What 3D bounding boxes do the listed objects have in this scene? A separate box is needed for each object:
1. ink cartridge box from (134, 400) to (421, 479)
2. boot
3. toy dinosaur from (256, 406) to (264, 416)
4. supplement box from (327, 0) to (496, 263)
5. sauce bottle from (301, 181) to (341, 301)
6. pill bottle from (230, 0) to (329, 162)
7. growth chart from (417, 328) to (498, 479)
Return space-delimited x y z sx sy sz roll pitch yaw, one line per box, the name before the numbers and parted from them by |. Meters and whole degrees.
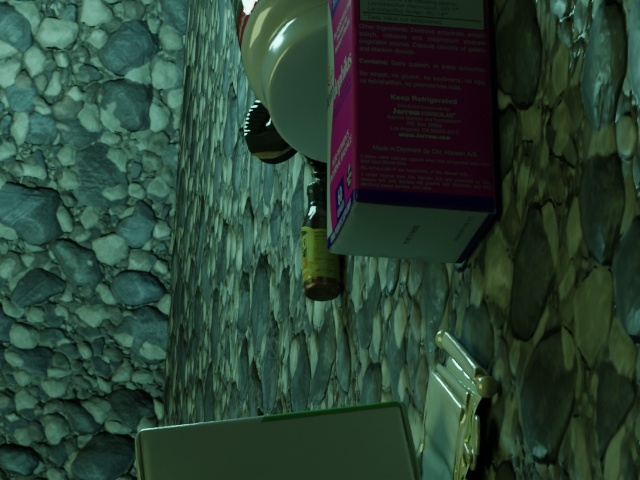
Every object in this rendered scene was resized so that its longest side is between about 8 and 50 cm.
ink cartridge box | -0.034 0.260 1.540 0.289 0.211 0.121 93 168 -54
boot | -0.005 -0.089 1.850 0.198 0.077 0.137 -55 -40 -51
toy dinosaur | -0.132 0.352 2.428 0.160 0.121 0.313 -145 54 -63
supplement box | 0.067 -0.107 1.477 0.111 0.114 0.220 115 158 -67
sauce bottle | 0.000 0.000 2.017 0.042 0.042 0.128 110 162 -58
pill bottle | 0.005 -0.195 1.709 0.283 0.161 0.161 -103 19 -58
growth chart | 0.096 0.187 1.475 0.172 0.021 0.237 -114 29 -68
